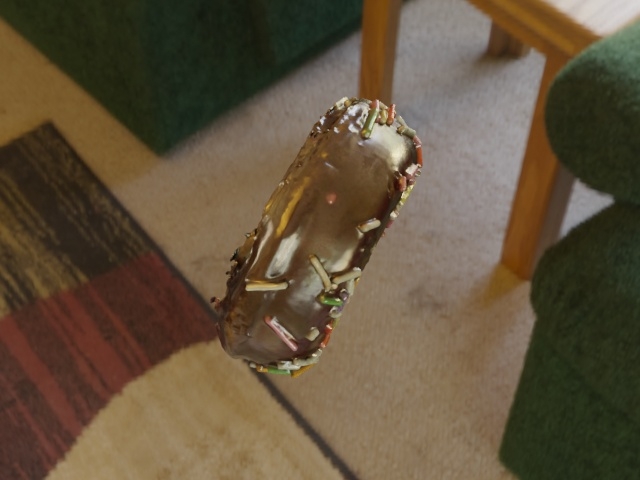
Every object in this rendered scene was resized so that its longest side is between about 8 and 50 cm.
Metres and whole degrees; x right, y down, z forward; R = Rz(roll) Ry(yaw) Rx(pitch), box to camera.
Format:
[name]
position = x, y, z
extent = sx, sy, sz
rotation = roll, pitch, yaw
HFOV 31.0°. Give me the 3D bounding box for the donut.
[donut]
position = 0.000, 0.000, 1.011
extent = 0.103, 0.269, 0.269
rotation = 30, 57, 5
